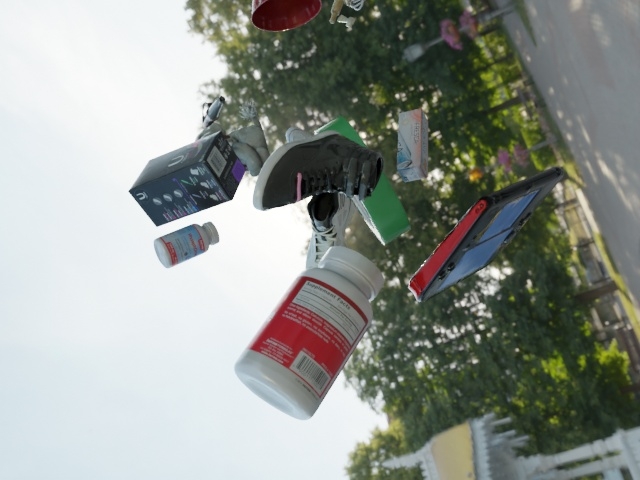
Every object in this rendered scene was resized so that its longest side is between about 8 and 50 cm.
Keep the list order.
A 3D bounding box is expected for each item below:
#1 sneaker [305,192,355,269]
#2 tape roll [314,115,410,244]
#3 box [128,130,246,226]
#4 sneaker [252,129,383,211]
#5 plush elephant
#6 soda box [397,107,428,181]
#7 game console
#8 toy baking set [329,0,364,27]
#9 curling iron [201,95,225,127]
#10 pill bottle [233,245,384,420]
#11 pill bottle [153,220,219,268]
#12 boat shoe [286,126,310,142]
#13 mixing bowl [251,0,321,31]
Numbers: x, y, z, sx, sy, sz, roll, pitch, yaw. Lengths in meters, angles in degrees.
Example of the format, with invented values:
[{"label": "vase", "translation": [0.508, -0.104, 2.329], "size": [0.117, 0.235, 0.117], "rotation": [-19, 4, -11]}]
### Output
[{"label": "sneaker", "translation": [-0.001, -0.001, 2.233], "size": [0.257, 0.169, 0.447], "rotation": [14, -96, -70]}, {"label": "tape roll", "translation": [0.099, -0.142, 1.535], "size": [0.321, 0.077, 0.321], "rotation": [58, 180, 0]}, {"label": "box", "translation": [-0.370, -0.170, 1.800], "size": [0.143, 0.271, 0.165], "rotation": [57, -151, -30]}, {"label": "sneaker", "translation": [0.011, -0.114, 1.144], "size": [0.296, 0.147, 0.104], "rotation": [-37, -38, -48]}, {"label": "plush elephant", "translation": [-0.307, -0.295, 2.223], "size": [0.272, 0.256, 0.329], "rotation": [-109, 3, -65]}, {"label": "soda box", "translation": [0.229, -0.237, 1.589], "size": [0.058, 0.063, 0.183], "rotation": [49, -141, -48]}, {"label": "game console", "translation": [0.396, -0.013, 1.532], "size": [0.387, 0.342, 0.060], "rotation": [-21, -116, -44]}, {"label": "toy baking set", "translation": [0.097, -0.773, 2.044], "size": [0.030, 0.197, 0.256], "rotation": [29, -107, -27]}, {"label": "curling iron", "translation": [-0.272, -0.329, 1.614], "size": [0.274, 0.035, 0.068], "rotation": [-170, 80, -74]}, {"label": "pill bottle", "translation": [-0.014, 0.219, 1.607], "size": [0.407, 0.229, 0.229], "rotation": [-54, -51, -24]}, {"label": "pill bottle", "translation": [-0.353, 0.007, 1.706], "size": [0.160, 0.087, 0.087], "rotation": [-25, -87, -27]}, {"label": "boat shoe", "translation": [-0.049, -0.352, 2.484], "size": [0.076, 0.083, 0.226], "rotation": [44, 180, 43]}, {"label": "mixing bowl", "translation": [-0.095, -0.615, 1.614], "size": [0.181, 0.182, 0.098], "rotation": [11, -115, -68]}]
